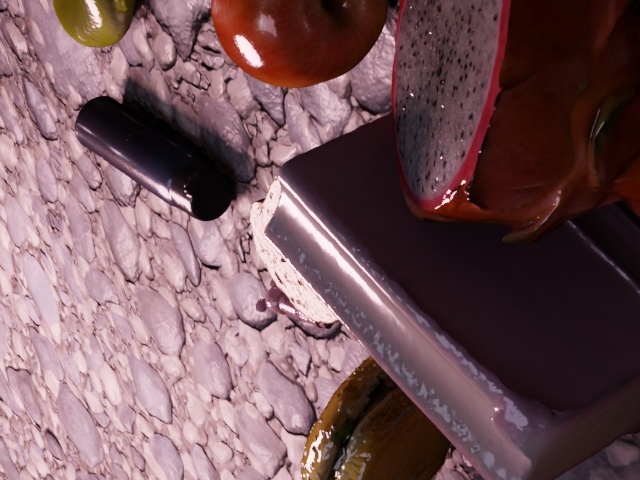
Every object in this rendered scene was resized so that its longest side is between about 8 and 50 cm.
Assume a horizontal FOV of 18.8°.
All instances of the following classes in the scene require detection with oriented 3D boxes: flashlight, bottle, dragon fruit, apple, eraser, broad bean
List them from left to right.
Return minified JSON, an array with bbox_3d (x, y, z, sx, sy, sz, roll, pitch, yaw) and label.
[{"bbox_3d":[-0.270,-0.305,2.343,0.124,0.082,0.174,53,155,19],"label":"broad bean"},{"bbox_3d":[-0.204,-0.098,2.381,0.244,0.072,0.082,33,172,40],"label":"bottle"},{"bbox_3d":[-0.025,-0.244,1.960,0.199,0.199,0.199,32,134,40],"label":"apple"},{"bbox_3d":[-0.026,0.080,2.284,0.110,0.052,0.031,23,164,38],"label":"flashlight"},{"bbox_3d":[0.161,0.033,1.776,0.359,0.272,0.122,48,143,26],"label":"eraser"},{"bbox_3d":[0.205,-0.140,1.666,0.305,0.225,0.306,-175,90,-74],"label":"dragon fruit"}]

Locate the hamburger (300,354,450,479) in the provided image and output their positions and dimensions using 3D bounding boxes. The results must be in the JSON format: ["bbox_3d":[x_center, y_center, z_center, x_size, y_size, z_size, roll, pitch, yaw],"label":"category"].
[{"bbox_3d":[0.054,0.217,2.096,0.122,0.215,0.189,32,150,20],"label":"hamburger"}]

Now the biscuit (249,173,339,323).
[{"bbox_3d":[0.000,0.000,2.179,0.181,0.049,0.208,56,146,14],"label":"biscuit"}]
